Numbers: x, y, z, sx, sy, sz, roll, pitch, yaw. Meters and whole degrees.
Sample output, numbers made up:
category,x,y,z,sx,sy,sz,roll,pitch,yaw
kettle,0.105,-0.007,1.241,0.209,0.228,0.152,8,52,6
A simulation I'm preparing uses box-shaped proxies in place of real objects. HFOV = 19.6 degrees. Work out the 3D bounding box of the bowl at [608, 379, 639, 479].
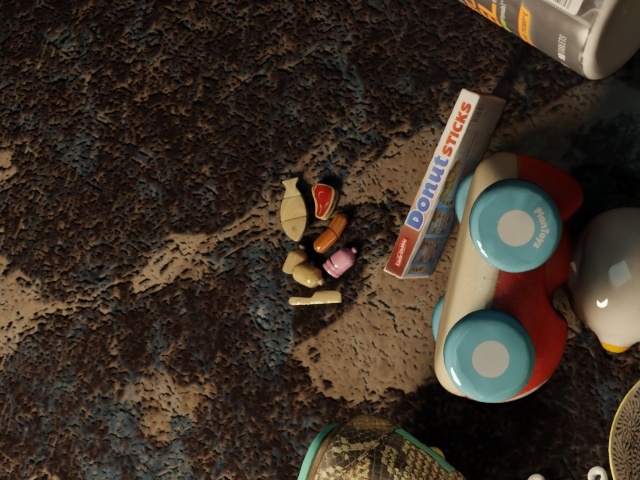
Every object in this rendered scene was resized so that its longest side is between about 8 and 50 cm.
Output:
category,x,y,z,sx,sy,sz,roll,pitch,yaw
bowl,0.320,0.186,1.522,0.170,0.080,0.170,-3,65,5

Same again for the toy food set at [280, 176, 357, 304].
category,x,y,z,sx,sy,sz,roll,pitch,yaw
toy food set,0.000,0.000,1.750,0.078,0.019,0.122,-4,80,28

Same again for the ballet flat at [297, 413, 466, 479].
category,x,y,z,sx,sy,sz,roll,pitch,yaw
ballet flat,0.010,0.394,1.650,0.182,0.164,0.482,27,106,23

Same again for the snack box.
category,x,y,z,sx,sy,sz,roll,pitch,yaw
snack box,0.112,-0.049,1.662,0.022,0.064,0.178,28,102,24

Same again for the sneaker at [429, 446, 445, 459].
category,x,y,z,sx,sy,sz,roll,pitch,yaw
sneaker,0.074,0.215,1.696,0.083,0.035,0.031,-41,71,22

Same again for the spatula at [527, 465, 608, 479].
category,x,y,z,sx,sy,sz,roll,pitch,yaw
spatula,0.256,0.290,1.559,0.168,0.019,0.242,-22,54,24

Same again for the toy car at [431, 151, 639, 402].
category,x,y,z,sx,sy,sz,roll,pitch,yaw
toy car,0.225,0.046,1.555,0.238,0.219,0.210,11,95,0

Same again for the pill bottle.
category,x,y,z,sx,sy,sz,roll,pitch,yaw
pill bottle,0.170,-0.251,1.596,0.246,0.130,0.130,35,106,25
